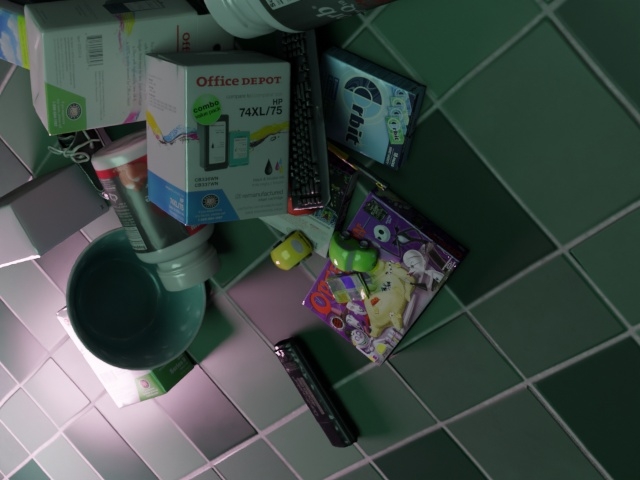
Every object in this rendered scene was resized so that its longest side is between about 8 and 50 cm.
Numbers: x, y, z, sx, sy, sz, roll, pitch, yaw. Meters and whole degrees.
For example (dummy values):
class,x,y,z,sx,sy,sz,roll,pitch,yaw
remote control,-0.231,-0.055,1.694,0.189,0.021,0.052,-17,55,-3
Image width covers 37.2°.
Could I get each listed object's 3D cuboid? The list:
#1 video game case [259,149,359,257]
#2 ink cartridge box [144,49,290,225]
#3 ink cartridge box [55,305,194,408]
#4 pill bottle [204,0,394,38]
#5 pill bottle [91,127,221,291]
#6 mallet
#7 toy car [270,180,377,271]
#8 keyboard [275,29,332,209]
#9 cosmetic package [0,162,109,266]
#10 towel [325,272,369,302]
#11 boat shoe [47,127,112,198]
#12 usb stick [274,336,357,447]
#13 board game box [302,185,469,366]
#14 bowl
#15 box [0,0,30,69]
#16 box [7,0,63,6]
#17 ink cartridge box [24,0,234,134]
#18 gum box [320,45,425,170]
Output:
class,x,y,z,sx,sy,sz,roll,pitch,yaw
video game case,-0.052,-0.104,1.818,0.232,0.042,0.210,30,132,17
ink cartridge box,-0.182,-0.188,1.666,0.197,0.198,0.270,29,123,56
ink cartridge box,-0.473,0.241,2.297,0.211,0.121,0.289,-22,104,43
pill bottle,-0.001,-0.436,1.445,0.363,0.210,0.210,-9,113,40
pill bottle,-0.324,-0.063,1.950,0.176,0.176,0.318,-7,114,39
mallet,0.044,-0.153,1.669,0.190,0.039,0.062,31,140,10
toy car,0.000,0.000,1.780,0.225,0.053,0.239,26,131,20
keyboard,-0.051,-0.211,1.664,0.201,0.033,0.317,-4,92,60
cosmetic package,-0.647,-0.056,2.155,0.225,0.224,0.138,-11,111,40
towel,0.052,0.093,1.834,0.083,0.009,0.060,-10,111,40
boat shoe,-0.518,-0.216,2.039,0.113,0.105,0.306,3,120,35
usb stick,-0.010,0.335,2.078,0.077,0.045,0.278,-18,107,49
board game box,0.114,0.074,1.815,0.208,0.056,0.347,41,135,12
bowl,-0.426,0.130,2.100,0.311,0.311,0.163,59,152,-11
box,-0.546,-0.376,1.764,0.178,0.042,0.109,22,129,22
box,-0.516,-0.429,1.854,0.270,0.165,0.143,33,132,13
ink cartridge box,-0.340,-0.332,1.730,0.119,0.353,0.207,50,144,43
gum box,0.077,-0.228,1.643,0.184,0.041,0.157,28,133,19
